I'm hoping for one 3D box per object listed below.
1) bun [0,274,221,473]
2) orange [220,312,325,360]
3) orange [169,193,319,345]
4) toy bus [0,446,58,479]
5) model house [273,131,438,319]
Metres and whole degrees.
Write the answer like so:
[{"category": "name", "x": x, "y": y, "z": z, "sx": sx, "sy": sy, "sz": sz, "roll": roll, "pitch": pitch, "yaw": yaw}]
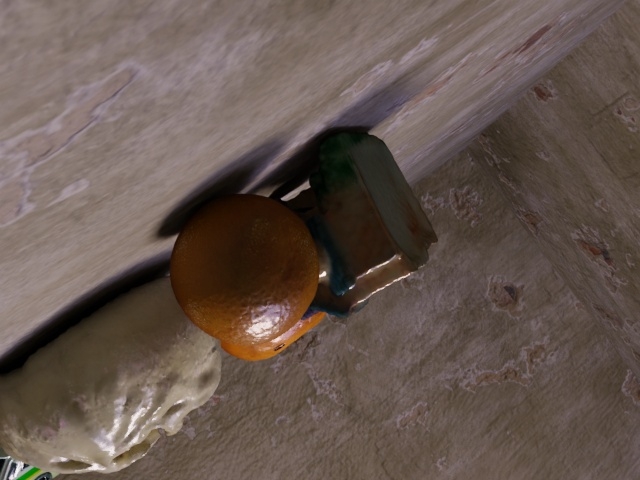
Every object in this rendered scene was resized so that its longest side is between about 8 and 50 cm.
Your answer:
[{"category": "bun", "x": -0.299, "y": 0.213, "z": 1.200, "sx": 0.365, "sy": 0.219, "sz": 0.365, "roll": -33, "pitch": 179, "yaw": -1}, {"category": "orange", "x": -0.113, "y": 0.119, "z": 1.669, "sx": 0.284, "sy": 0.226, "sz": 0.284, "roll": -33, "pitch": 180, "yaw": 0}, {"category": "orange", "x": -0.098, "y": 0.036, "z": 1.016, "sx": 0.206, "sy": 0.206, "sz": 0.206, "roll": -36, "pitch": 177, "yaw": -3}, {"category": "toy bus", "x": -0.480, "y": 0.322, "z": 1.369, "sx": 0.276, "sy": 0.133, "sz": 0.165, "roll": -33, "pitch": 146, "yaw": -49}, {"category": "model house", "x": 0.000, "y": 0.000, "z": 1.255, "sx": 0.280, "sy": 0.245, "sz": 0.312, "roll": -29, "pitch": 178, "yaw": 18}]
